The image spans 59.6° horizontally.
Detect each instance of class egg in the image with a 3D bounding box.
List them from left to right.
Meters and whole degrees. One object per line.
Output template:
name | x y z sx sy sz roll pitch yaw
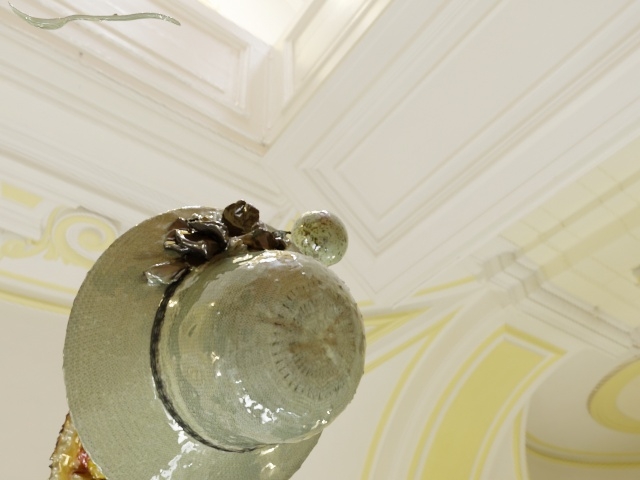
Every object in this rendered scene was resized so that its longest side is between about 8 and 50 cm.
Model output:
egg | 0.000 0.000 0.823 0.110 0.085 0.085 64 -176 -63

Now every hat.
hat | -0.040 0.081 0.423 0.257 0.130 0.258 14 -111 -40

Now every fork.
fork | -0.305 -0.303 0.770 0.219 0.034 0.029 -3 -92 -19

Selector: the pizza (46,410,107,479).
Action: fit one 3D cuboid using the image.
pizza | -0.273 0.382 0.778 0.130 0.440 0.406 19 -126 25
